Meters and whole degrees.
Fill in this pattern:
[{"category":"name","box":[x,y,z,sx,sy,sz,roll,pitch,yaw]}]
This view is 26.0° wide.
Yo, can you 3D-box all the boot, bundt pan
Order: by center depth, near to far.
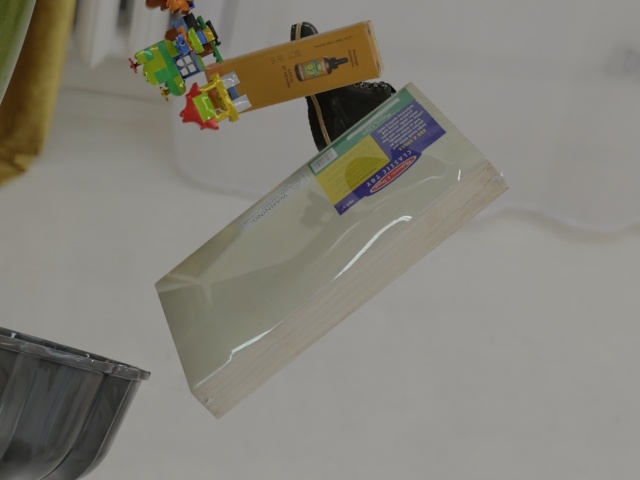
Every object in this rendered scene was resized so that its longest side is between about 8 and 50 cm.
[{"category":"bundt pan","box":[-0.319,0.124,1.170,0.331,0.124,0.331,16,-6,2]},{"category":"boot","box":[0.043,-0.231,1.989,0.137,0.198,0.077,-14,7,27]}]

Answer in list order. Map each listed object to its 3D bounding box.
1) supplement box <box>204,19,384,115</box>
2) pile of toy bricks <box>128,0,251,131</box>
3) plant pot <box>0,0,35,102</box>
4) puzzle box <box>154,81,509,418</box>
[{"category":"supplement box","box":[-0.034,-0.232,1.879,0.233,0.078,0.080,-13,10,11]},{"category":"pile of toy bricks","box":[-0.180,-0.225,1.689,0.105,0.212,0.118,-27,3,-10]},{"category":"plant pot","box":[-0.484,-0.264,1.732,0.275,0.293,0.275,36,12,-9]},{"category":"puzzle box","box":[0.000,0.000,1.590,0.052,0.409,0.272,50,5,-28]}]
